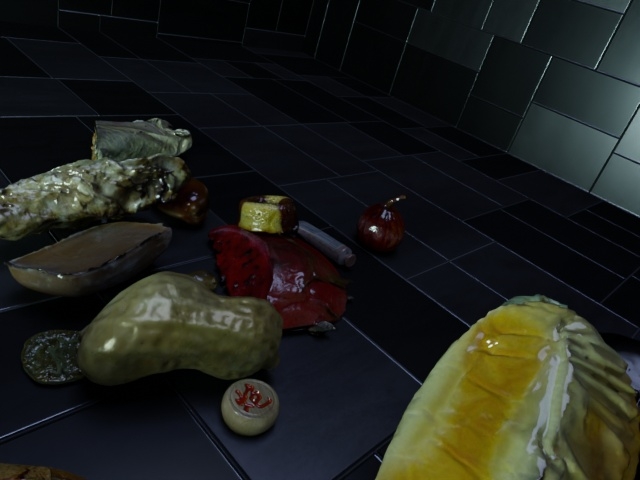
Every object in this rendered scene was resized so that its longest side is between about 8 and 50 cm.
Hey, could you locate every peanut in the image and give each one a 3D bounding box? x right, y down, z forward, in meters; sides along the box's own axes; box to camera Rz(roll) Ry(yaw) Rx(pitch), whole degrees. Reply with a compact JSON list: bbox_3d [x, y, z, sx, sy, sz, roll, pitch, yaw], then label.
[{"bbox_3d":[-0.192,0.126,0.744,0.290,0.160,0.143,4,2,-23],"label":"peanut"}]

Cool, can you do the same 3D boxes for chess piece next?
[{"bbox_3d":[-0.100,0.237,0.733,0.083,0.038,0.084,12,29,-7],"label":"chess piece"}]

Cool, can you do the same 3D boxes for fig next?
[{"bbox_3d":[0.155,-0.036,1.267,0.128,0.150,0.129,5,69,-14],"label":"fig"}]

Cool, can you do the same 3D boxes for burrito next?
[{"bbox_3d":[-0.485,-0.254,1.315,0.174,0.107,0.347,13,23,25],"label":"burrito"}]

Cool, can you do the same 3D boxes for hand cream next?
[{"bbox_3d":[0.000,0.000,1.207,0.067,0.043,0.209,-9,33,-43],"label":"hand cream"}]

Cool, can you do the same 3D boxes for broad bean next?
[{"bbox_3d":[-0.314,-0.097,1.152,0.165,0.085,0.114,26,34,27],"label":"broad bean"}]

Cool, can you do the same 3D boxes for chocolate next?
[{"bbox_3d":[-0.376,0.039,0.879,0.160,0.083,0.261,7,20,20],"label":"chocolate"}]

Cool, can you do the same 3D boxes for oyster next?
[{"bbox_3d":[-0.445,-0.063,0.969,0.395,0.204,0.111,-17,81,-33],"label":"oyster"}]

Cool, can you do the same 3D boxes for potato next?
[{"bbox_3d":[-0.226,0.079,0.936,0.083,0.040,0.051,-9,33,-42],"label":"potato"}]

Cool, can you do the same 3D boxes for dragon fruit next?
[{"bbox_3d":[-0.067,0.049,1.028,0.281,0.100,0.344,5,32,-31],"label":"dragon fruit"}]

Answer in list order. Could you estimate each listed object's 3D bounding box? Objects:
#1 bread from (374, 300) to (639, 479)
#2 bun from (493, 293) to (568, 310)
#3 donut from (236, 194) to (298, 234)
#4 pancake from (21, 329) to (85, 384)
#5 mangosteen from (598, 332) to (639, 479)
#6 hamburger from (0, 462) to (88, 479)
[{"bbox_3d":[0.220,0.260,0.598,0.389,0.183,0.236,-50,34,-17],"label":"bread"},{"bbox_3d":[0.445,0.188,1.033,0.203,0.127,0.213,3,32,-21],"label":"bun"},{"bbox_3d":[-0.106,-0.056,1.055,0.140,0.059,0.140,2,16,-1],"label":"donut"},{"bbox_3d":[-0.370,0.164,0.730,0.107,0.017,0.108,11,32,-7],"label":"pancake"},{"bbox_3d":[0.449,0.279,0.787,0.274,0.275,0.302,34,-3,28],"label":"mangosteen"},{"bbox_3d":[-0.292,0.290,0.440,0.230,0.107,0.231,19,11,-4],"label":"hamburger"}]
